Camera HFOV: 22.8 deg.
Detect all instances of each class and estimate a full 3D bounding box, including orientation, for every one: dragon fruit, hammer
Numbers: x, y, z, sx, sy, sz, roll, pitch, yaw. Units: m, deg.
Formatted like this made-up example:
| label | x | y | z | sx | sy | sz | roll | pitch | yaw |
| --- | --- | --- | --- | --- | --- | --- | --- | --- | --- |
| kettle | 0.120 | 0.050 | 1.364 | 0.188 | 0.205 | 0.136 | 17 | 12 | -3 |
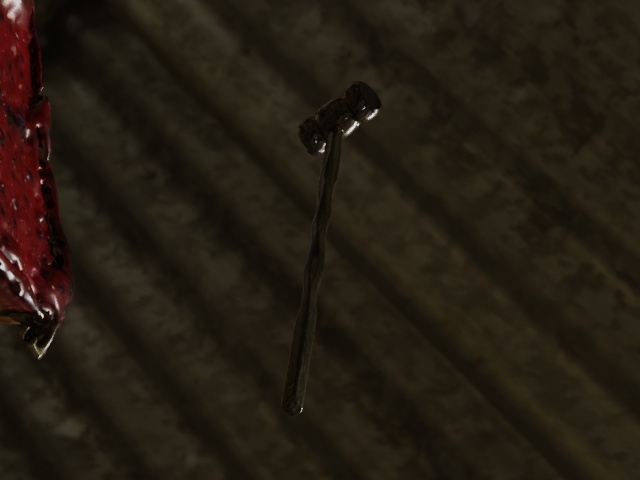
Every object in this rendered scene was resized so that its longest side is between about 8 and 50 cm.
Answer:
| label | x | y | z | sx | sy | sz | roll | pitch | yaw |
| --- | --- | --- | --- | --- | --- | --- | --- | --- | --- |
| dragon fruit | -0.141 | -0.033 | 0.504 | 0.096 | 0.102 | 0.147 | -12 | -118 | 5 |
| hammer | 0.000 | 0.000 | 0.974 | 0.058 | 0.029 | 0.292 | -36 | -153 | 30 |
